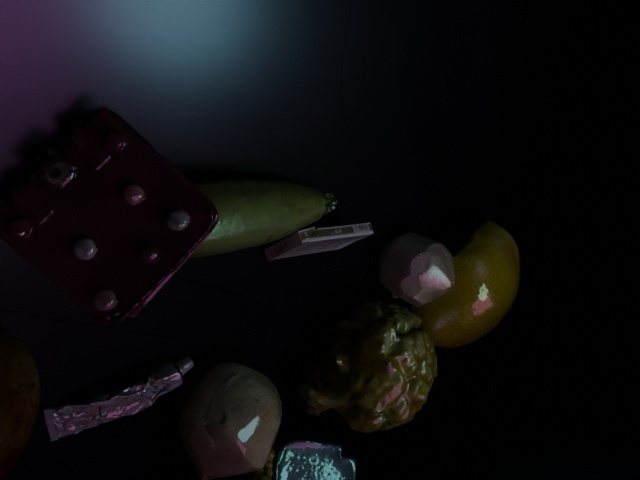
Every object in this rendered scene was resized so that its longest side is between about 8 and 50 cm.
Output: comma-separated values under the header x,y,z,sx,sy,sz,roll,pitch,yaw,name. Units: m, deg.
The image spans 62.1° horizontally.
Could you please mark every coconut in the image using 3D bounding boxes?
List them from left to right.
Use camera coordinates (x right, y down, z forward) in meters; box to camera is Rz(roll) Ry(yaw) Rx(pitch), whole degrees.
x,y,z,sx,sy,sz,roll,pitch,yaw,name
-0.179,0.360,1.041,0.224,0.224,0.224,-27,135,-30,coconut
0.233,0.075,1.256,0.171,0.183,0.171,-26,133,-31,coconut

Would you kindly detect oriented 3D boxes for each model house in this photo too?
x,y,z,sx,sy,sz,roll,pitch,yaw,name
-0.051,0.670,1.402,0.230,0.249,0.280,12,69,-17,model house

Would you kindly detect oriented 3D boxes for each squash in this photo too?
x,y,z,sx,sy,sz,roll,pitch,yaw,name
-0.119,-0.046,0.856,0.371,0.118,0.118,-13,128,-47,squash

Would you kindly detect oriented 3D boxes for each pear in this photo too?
x,y,z,sx,sy,sz,roll,pitch,yaw,name
0.418,0.146,1.442,0.386,0.191,0.340,-47,159,-13,pear

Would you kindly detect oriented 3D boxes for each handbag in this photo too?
x,y,z,sx,sy,sz,roll,pitch,yaw,name
-0.262,-0.030,0.661,0.216,0.074,0.203,44,84,-8,handbag

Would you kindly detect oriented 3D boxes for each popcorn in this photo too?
x,y,z,sx,sy,sz,roll,pitch,yaw,name
0.123,0.310,1.263,0.335,0.279,0.274,-68,161,-1,popcorn

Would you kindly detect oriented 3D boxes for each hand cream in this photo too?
x,y,z,sx,sy,sz,roll,pitch,yaw,name
-0.340,0.271,0.928,0.257,0.050,0.084,-20,135,-31,hand cream

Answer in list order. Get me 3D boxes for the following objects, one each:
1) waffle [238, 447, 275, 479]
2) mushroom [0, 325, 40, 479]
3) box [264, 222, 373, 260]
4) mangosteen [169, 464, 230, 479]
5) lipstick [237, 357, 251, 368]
x,y,z,sx,sy,sz,roll,pitch,yaw,name
-0.193,0.634,1.242,0.300,0.058,0.281,-60,-177,7,waffle
-0.453,0.219,0.608,0.267,0.267,0.254,-44,142,-11,mushroom
0.000,0.000,1.030,0.198,0.029,0.109,-7,166,-44,box
-0.261,0.568,1.163,0.166,0.166,0.180,-57,166,5,mangosteen
-0.148,0.310,1.175,0.027,0.027,0.176,-38,138,-19,lipstick
